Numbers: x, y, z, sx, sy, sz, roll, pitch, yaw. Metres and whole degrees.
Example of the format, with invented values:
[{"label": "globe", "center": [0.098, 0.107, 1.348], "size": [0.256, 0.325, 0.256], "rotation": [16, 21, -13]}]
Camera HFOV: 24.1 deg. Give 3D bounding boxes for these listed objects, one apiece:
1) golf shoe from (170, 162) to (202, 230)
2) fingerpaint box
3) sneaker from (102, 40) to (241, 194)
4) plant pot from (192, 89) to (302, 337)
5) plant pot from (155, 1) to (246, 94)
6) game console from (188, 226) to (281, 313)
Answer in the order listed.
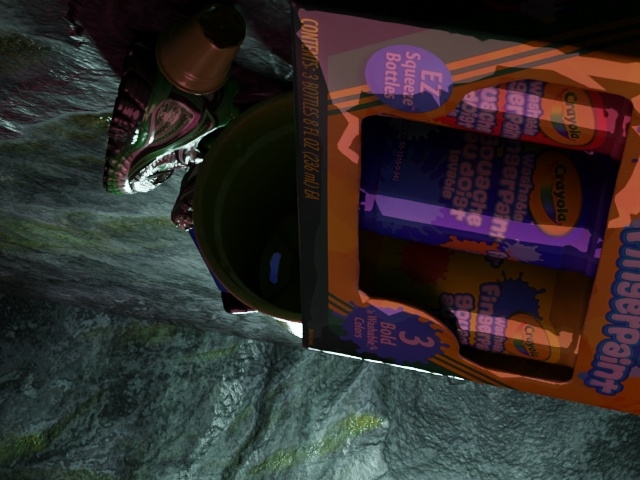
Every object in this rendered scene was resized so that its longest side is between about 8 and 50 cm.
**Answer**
[{"label": "golf shoe", "center": [-0.097, -0.108, 1.871], "size": [0.105, 0.120, 0.273], "rotation": [26, 141, -29]}, {"label": "fingerpaint box", "center": [0.174, -0.053, 1.232], "size": [0.371, 0.163, 0.445], "rotation": [11, 143, 8]}, {"label": "sneaker", "center": [-0.176, -0.122, 1.774], "size": [0.146, 0.134, 0.343], "rotation": [14, 168, -8]}, {"label": "plant pot", "center": [0.005, 0.001, 1.732], "size": [0.276, 0.276, 0.254], "rotation": [11, 161, 7]}, {"label": "plant pot", "center": [-0.112, -0.199, 1.498], "size": [0.083, 0.083, 0.079], "rotation": [17, 156, -23]}, {"label": "game console", "center": [0.000, 0.000, 2.085], "size": [0.293, 0.173, 0.250], "rotation": [-4, -164, 18]}]
